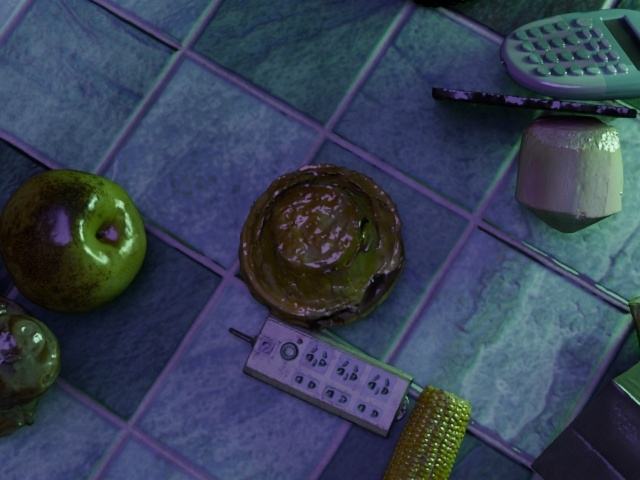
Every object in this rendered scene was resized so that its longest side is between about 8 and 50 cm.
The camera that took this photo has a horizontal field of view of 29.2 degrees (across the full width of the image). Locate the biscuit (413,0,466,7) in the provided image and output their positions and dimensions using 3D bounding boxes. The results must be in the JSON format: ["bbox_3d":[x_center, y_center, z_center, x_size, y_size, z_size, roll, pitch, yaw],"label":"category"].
[{"bbox_3d":[0.180,-0.429,1.796,0.194,0.053,0.195,-1,75,5],"label":"biscuit"}]

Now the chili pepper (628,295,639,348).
[{"bbox_3d":[0.454,0.169,1.617,0.050,0.052,0.202,-25,78,30],"label":"chili pepper"}]

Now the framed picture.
[{"bbox_3d":[0.282,-0.186,1.657,0.265,0.192,0.018,7,96,7],"label":"framed picture"}]

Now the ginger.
[{"bbox_3d":[-0.475,0.104,1.634,0.176,0.256,0.375,-26,57,-29],"label":"ginger"}]

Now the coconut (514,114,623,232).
[{"bbox_3d":[0.334,-0.085,1.642,0.147,0.147,0.153,1,105,5],"label":"coconut"}]

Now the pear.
[{"bbox_3d":[-0.343,0.001,1.659,0.197,0.197,0.197,-1,75,4],"label":"pear"}]

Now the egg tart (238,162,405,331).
[{"bbox_3d":[0.000,0.000,1.670,0.241,0.106,0.241,-2,69,6],"label":"egg tart"}]

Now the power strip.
[{"bbox_3d":[-0.005,0.175,1.661,0.267,0.034,0.092,24,79,10],"label":"power strip"}]

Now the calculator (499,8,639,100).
[{"bbox_3d":[0.394,-0.256,1.693,0.298,0.041,0.186,-8,44,-12],"label":"calculator"}]

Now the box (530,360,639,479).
[{"bbox_3d":[0.378,0.259,1.488,0.149,0.231,0.155,44,107,17],"label":"box"}]

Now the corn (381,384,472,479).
[{"bbox_3d":[0.124,0.307,1.592,0.081,0.081,0.248,23,78,10],"label":"corn"}]
